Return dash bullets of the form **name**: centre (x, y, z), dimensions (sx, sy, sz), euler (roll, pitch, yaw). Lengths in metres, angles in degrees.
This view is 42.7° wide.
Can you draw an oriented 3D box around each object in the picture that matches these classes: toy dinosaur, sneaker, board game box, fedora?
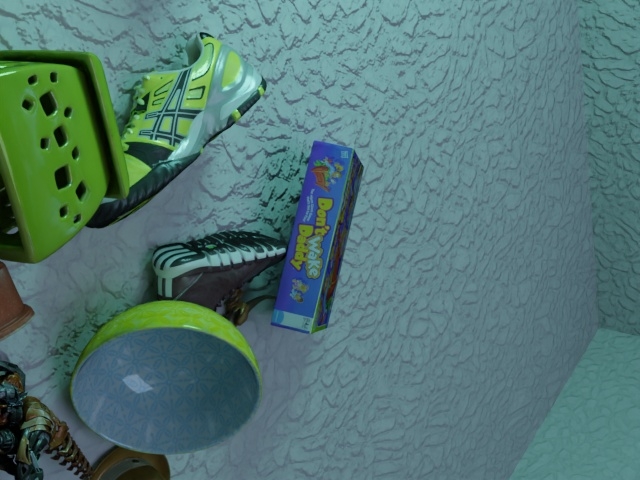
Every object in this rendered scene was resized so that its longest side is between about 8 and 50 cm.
- **toy dinosaur**: centre (-0.432, 0.284, 1.132), dimensions (0.322, 0.164, 0.218), euler (28, 59, -31)
- **sneaker**: centre (-0.254, -0.170, 1.272), dimensions (0.147, 0.145, 0.384), euler (47, 60, -13)
- **toy dinosaur**: centre (-0.151, 0.133, 1.538), dimensions (0.211, 0.064, 0.112), euler (-42, 154, -31)
- **sneaker**: centre (-0.182, 0.078, 1.450), dimensions (0.281, 0.106, 0.162), euler (-9, 114, -43)
- **board game box**: centre (0.000, 0.000, 1.587), dimensions (0.233, 0.078, 0.347), euler (20, 83, -81)
- **fedora**: centre (-0.309, 0.435, 1.379), dimensions (0.194, 0.079, 0.194), euler (-20, 115, -50)

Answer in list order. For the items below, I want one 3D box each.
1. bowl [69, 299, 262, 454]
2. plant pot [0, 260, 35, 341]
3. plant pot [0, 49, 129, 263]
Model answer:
- **bowl**: centre (-0.241, 0.190, 1.308), dimensions (0.156, 0.290, 0.289), euler (-100, 170, -52)
- **plant pot**: centre (-0.480, -0.001, 0.865), dimensions (0.272, 0.272, 0.265), euler (-26, 105, -47)
- **plant pot**: centre (-0.379, -0.123, 1.021), dimensions (0.207, 0.227, 0.228), euler (-38, 128, -48)
